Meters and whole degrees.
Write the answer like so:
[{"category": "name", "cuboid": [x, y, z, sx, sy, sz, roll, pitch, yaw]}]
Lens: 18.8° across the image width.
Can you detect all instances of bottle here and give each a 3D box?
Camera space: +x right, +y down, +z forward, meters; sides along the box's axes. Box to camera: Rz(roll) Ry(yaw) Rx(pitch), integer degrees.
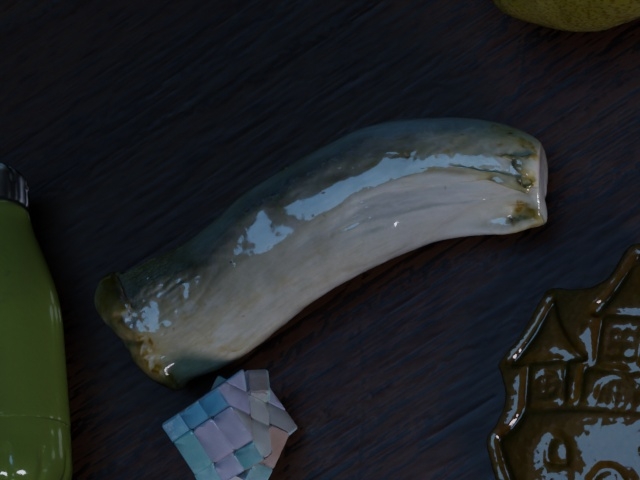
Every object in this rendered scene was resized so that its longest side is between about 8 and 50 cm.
[{"category": "bottle", "cuboid": [-0.250, 0.071, 1.469, 0.112, 0.112, 0.260, -13, 69, 15]}]

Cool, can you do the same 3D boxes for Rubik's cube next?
[{"category": "Rubik's cube", "cuboid": [-0.061, 0.138, 1.405, 0.075, 0.073, 0.084, -16, 99, 26]}]

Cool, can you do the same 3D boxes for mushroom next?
[{"category": "mushroom", "cuboid": [0.000, 0.000, 1.416, 0.351, 0.095, 0.123, -25, 75, 12]}]

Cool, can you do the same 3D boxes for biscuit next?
[{"category": "biscuit", "cuboid": [0.207, 0.105, 1.338, 0.182, 0.034, 0.215, 2, 74, 20]}]

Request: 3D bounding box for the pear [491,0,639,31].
[{"category": "pear", "cuboid": [0.194, -0.262, 1.362, 0.188, 0.211, 0.228, 37, 87, 29]}]
